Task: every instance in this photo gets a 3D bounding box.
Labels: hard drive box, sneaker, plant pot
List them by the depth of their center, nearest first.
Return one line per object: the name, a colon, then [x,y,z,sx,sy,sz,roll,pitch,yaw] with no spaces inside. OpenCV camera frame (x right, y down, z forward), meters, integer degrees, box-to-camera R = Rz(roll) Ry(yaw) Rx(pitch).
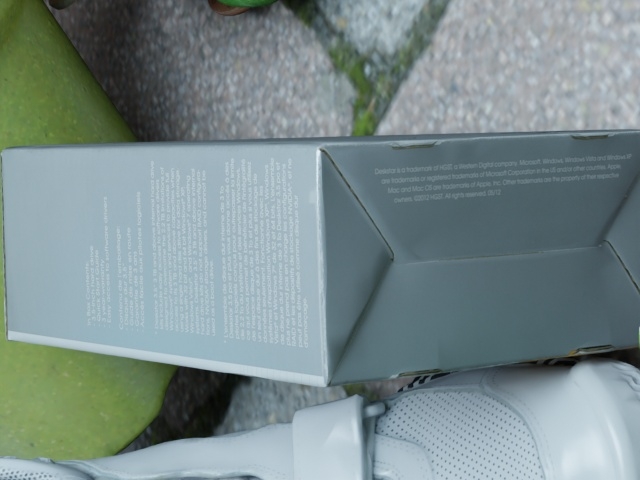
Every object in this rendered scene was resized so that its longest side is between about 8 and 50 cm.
hard drive box: [0.000,0.000,0.789,0.232,0.181,0.089,4,96,53]
sneaker: [-0.027,0.139,0.805,0.366,0.210,0.137,-25,73,50]
plant pot: [-0.191,-0.012,0.939,0.276,0.254,0.276,-31,29,20]

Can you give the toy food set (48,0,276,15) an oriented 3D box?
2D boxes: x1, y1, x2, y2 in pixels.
toy food set: [-0.031,-0.164,0.922,0.218,0.071,0.128,-2,66,50]
